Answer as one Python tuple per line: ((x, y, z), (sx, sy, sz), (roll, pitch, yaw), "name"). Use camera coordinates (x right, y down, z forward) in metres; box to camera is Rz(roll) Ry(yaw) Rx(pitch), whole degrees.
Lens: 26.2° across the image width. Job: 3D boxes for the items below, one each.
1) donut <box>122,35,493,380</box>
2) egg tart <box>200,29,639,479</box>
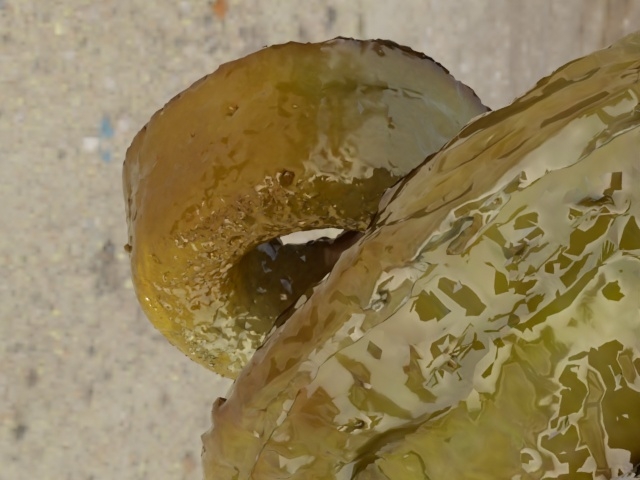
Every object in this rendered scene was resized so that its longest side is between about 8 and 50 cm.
((-0.002, 0.001, 0.922), (0.277, 0.278, 0.108), (66, 18, -45), "donut")
((0.145, 0.065, 0.733), (0.178, 0.443, 0.443), (56, 12, 24), "egg tart")
